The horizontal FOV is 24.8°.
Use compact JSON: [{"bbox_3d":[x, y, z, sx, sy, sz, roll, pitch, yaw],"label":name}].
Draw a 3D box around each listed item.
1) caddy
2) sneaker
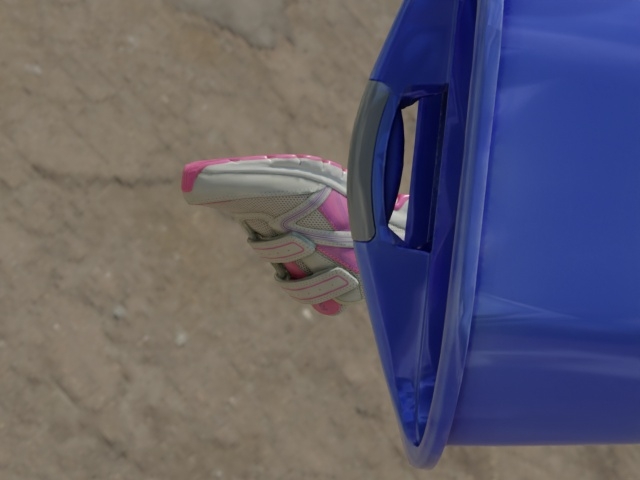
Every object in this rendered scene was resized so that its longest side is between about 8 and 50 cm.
[{"bbox_3d":[0.105,-0.038,0.822,0.179,0.341,0.241,5,5,-2],"label":"caddy"},{"bbox_3d":[0.000,0.000,1.168,0.252,0.103,0.111,18,82,-27],"label":"sneaker"}]
